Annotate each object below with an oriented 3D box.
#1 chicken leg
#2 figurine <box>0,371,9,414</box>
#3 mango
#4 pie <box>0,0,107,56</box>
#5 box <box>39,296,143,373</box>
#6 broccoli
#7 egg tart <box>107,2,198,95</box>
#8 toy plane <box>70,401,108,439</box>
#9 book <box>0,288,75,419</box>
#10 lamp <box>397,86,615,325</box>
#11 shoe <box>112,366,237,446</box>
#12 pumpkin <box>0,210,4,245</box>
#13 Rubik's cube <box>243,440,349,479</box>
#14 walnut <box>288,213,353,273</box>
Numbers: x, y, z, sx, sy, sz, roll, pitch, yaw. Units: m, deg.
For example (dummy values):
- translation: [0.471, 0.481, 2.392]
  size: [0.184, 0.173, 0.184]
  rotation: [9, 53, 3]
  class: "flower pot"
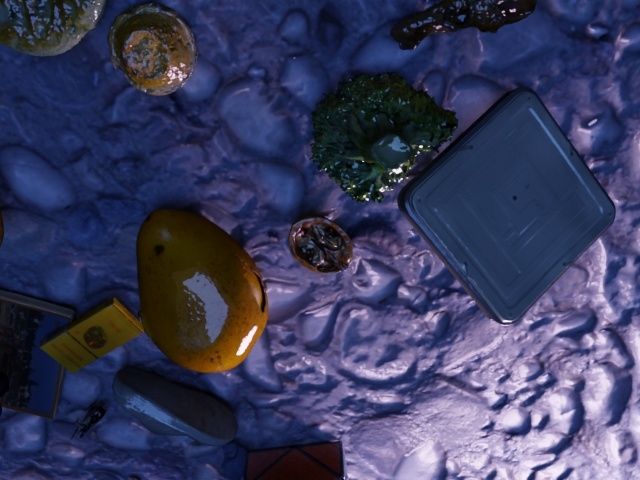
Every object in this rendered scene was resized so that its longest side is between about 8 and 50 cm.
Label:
- translation: [0.190, -0.316, 0.821]
  size: [0.198, 0.069, 0.085]
  rotation: [-17, 141, 15]
  class: "chicken leg"
- translation: [-0.680, 0.149, 0.940]
  size: [0.154, 0.193, 0.421]
  rotation: [-23, 111, 15]
  class: "figurine"
- translation: [-0.191, 0.079, 0.970]
  size: [0.191, 0.160, 0.290]
  rotation: [-18, 107, 15]
  class: "mango"
- translation: [-0.395, -0.360, 0.786]
  size: [0.240, 0.054, 0.240]
  rotation: [1, 118, 1]
  class: "pie"
- translation: [-0.402, 0.169, 1.060]
  size: [0.155, 0.023, 0.087]
  rotation: [-30, 123, 4]
  class: "box"
- translation: [0.090, -0.136, 0.836]
  size: [0.220, 0.194, 0.194]
  rotation: [-15, 117, 2]
  class: "broccoli"
- translation: [-0.237, -0.266, 0.841]
  size: [0.129, 0.049, 0.129]
  rotation: [-1, 118, -2]
  class: "egg tart"
- translation: [-0.448, 0.349, 1.161]
  size: [0.031, 0.049, 0.121]
  rotation: [39, 128, -19]
  class: "toy plane"
- translation: [-0.648, 0.181, 1.078]
  size: [0.374, 0.028, 0.262]
  rotation: [17, 116, -9]
  class: "book"
- translation: [0.285, -0.050, 0.898]
  size: [0.266, 0.047, 0.269]
  rotation: [-43, 104, -8]
  class: "lamp"
- translation: [-0.281, 0.327, 1.125]
  size: [0.251, 0.103, 0.100]
  rotation: [30, 112, -10]
  class: "shoe"
- translation: [-0.612, -0.097, 0.860]
  size: [0.169, 0.148, 0.312]
  rotation: [-21, 121, 5]
  class: "pumpkin"
- translation: [-0.039, 0.552, 1.187]
  size: [0.207, 0.205, 0.205]
  rotation: [-9, 117, 2]
  class: "Rubik's cube"
- translation: [0.000, 0.000, 0.983]
  size: [0.091, 0.052, 0.121]
  rotation: [-41, 113, 17]
  class: "walnut"
